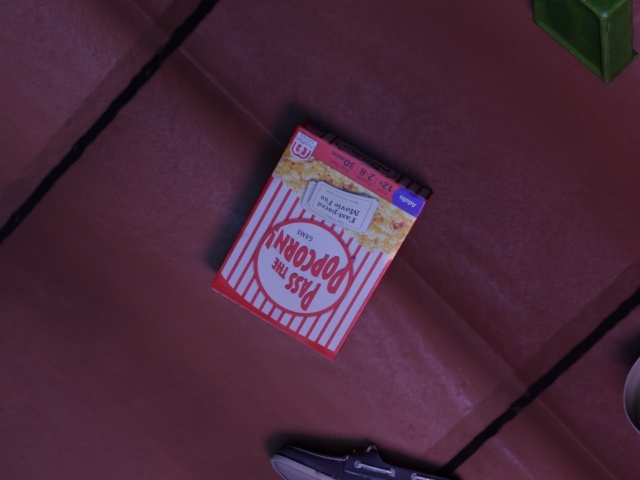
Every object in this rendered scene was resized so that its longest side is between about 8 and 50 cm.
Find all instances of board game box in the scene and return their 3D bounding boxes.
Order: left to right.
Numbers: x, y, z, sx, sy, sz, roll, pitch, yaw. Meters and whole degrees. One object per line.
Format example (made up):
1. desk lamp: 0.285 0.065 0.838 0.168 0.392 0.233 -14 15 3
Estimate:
1. board game box: 0.000 0.000 1.501 0.147 0.045 0.193 30 108 4

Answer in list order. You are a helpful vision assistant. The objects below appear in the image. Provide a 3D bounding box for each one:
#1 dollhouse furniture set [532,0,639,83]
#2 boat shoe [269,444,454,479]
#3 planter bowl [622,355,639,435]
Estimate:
1. dollhouse furniture set: 0.216 -0.327 1.366 0.197 0.151 0.301 -45 73 -2
2. boat shoe: 0.051 0.246 1.554 0.206 0.075 0.065 19 64 12
3. planter bowl: 0.377 0.164 1.415 0.162 0.162 0.109 -22 125 16
